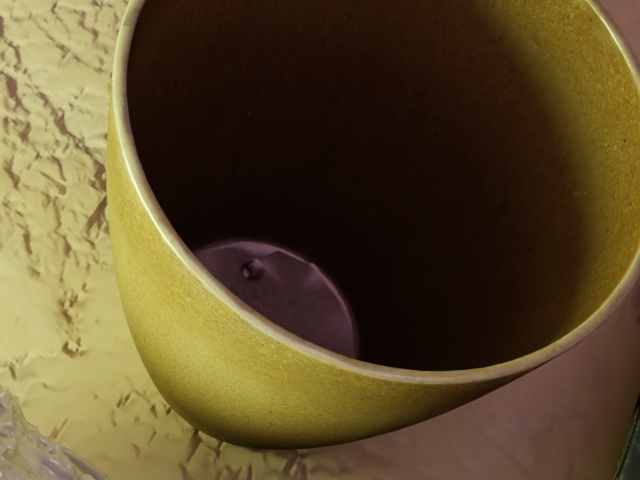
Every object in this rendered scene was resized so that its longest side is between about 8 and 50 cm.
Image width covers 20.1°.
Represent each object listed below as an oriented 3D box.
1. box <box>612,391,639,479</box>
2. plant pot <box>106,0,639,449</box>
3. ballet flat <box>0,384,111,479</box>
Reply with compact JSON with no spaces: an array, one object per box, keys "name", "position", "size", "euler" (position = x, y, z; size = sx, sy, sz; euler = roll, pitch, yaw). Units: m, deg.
[{"name":"box","position":[0.317,0.113,0.910],"size":[0.318,0.097,0.395],"euler":[20,50,10]},{"name":"plant pot","position":[0.000,0.000,0.845],"size":[0.237,0.254,0.237],"euler":[7,63,-14]},{"name":"ballet flat","position":[-0.065,0.189,0.801],"size":[0.409,0.147,0.147],"euler":[44,60,-4]}]
